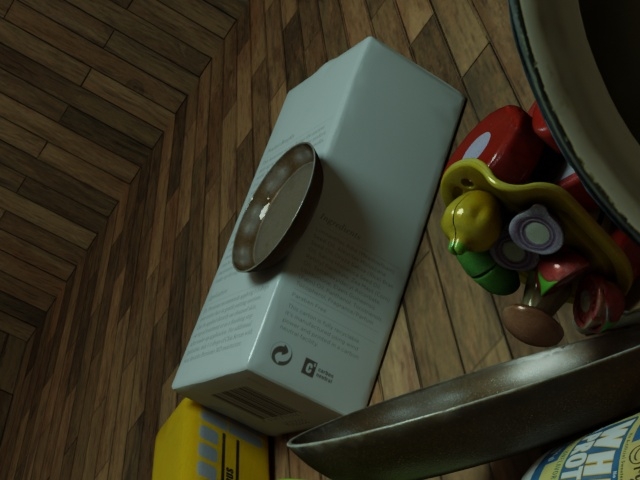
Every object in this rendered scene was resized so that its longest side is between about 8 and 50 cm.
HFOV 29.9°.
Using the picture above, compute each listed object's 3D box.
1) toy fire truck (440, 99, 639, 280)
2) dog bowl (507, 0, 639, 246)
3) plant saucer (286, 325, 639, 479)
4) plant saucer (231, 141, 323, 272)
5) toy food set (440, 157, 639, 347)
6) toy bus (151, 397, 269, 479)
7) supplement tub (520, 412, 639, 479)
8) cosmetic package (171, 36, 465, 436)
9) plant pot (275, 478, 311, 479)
[{"bbox_3d":[0.251,-0.105,1.009,0.302,0.169,0.254,-34,23,53],"label":"toy fire truck"},{"bbox_3d":[0.291,-0.145,0.638,0.408,0.408,0.150,-62,0,0],"label":"dog bowl"},{"bbox_3d":[0.129,0.126,0.898,0.310,0.311,0.050,-27,79,59],"label":"plant saucer"},{"bbox_3d":[-0.045,-0.033,1.368,0.168,0.029,0.168,-47,25,30],"label":"plant saucer"},{"bbox_3d":[0.170,0.030,0.938,0.128,0.218,0.071,-13,40,56],"label":"toy food set"},{"bbox_3d":[-0.134,0.303,1.463,0.108,0.130,0.332,-53,21,23],"label":"toy bus"},{"bbox_3d":[0.225,0.167,0.711,0.200,0.144,0.144,-39,30,49],"label":"supplement tub"},{"bbox_3d":[0.000,0.000,1.488,0.230,0.161,0.453,-23,43,59],"label":"cosmetic package"},{"bbox_3d":[0.070,0.300,0.819,0.207,0.228,0.227,-22,43,53],"label":"plant pot"}]
